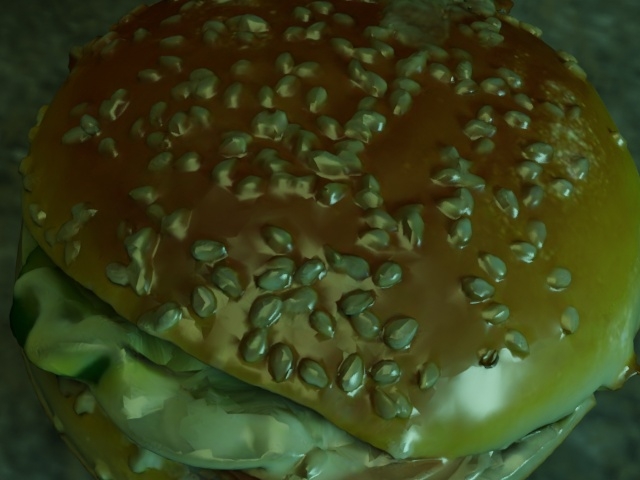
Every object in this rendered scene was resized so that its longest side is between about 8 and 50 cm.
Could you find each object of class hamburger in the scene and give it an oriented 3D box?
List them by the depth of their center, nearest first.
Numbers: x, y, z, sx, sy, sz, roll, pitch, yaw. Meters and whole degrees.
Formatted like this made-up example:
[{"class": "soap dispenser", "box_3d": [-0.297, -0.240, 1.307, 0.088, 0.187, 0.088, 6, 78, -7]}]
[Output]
[{"class": "hamburger", "box_3d": [0.004, 0.001, 0.514, 0.236, 0.147, 0.237, 0, 64, 0]}]
